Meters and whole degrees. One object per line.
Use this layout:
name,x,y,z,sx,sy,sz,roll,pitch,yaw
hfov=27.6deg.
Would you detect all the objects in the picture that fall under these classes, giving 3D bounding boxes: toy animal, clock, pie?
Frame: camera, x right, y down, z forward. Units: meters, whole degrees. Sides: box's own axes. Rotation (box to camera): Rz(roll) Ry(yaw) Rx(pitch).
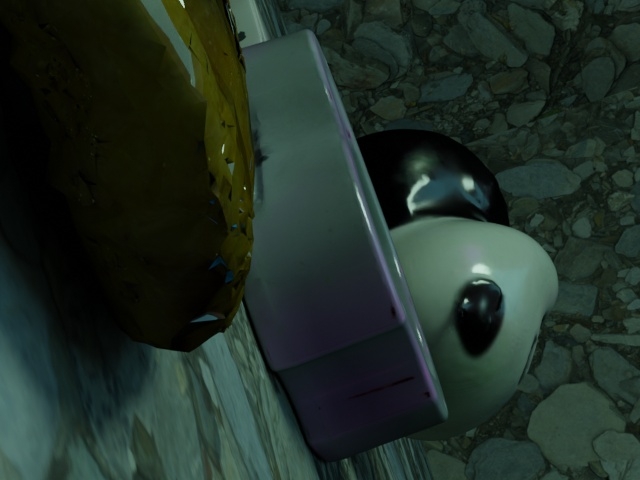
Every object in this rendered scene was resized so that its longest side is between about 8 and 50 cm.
toy animal,0.095,0.050,1.290,0.310,0.251,0.251,-105,175,-55
clock,0.000,0.000,1.009,0.338,0.102,0.338,-19,90,-86
pie,-0.070,-0.081,0.479,0.273,0.069,0.273,-13,90,-90

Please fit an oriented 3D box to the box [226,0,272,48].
box,-0.062,-0.157,1.273,0.130,0.051,0.129,65,8,-55
